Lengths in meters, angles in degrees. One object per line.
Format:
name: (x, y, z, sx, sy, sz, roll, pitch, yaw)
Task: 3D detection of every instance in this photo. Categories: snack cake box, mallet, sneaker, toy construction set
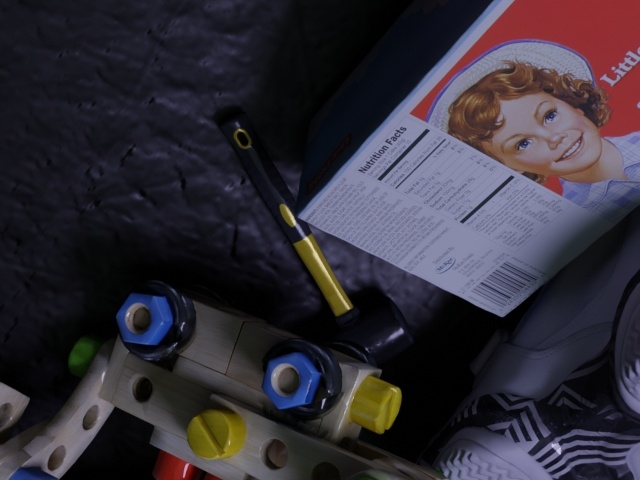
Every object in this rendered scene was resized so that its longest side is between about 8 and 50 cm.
snack cake box: (0.118, -0.083, 0.682, 0.152, 0.089, 0.264, 27, 134, -19)
mallet: (0.000, 0.000, 0.794, 0.062, 0.039, 0.190, -22, 106, 2)
sneaker: (0.181, 0.058, 0.787, 0.137, 0.210, 0.366, 27, 138, -15)
toy construction set: (-0.067, 0.145, 0.738, 0.327, 0.151, 0.215, 19, 93, 10)
